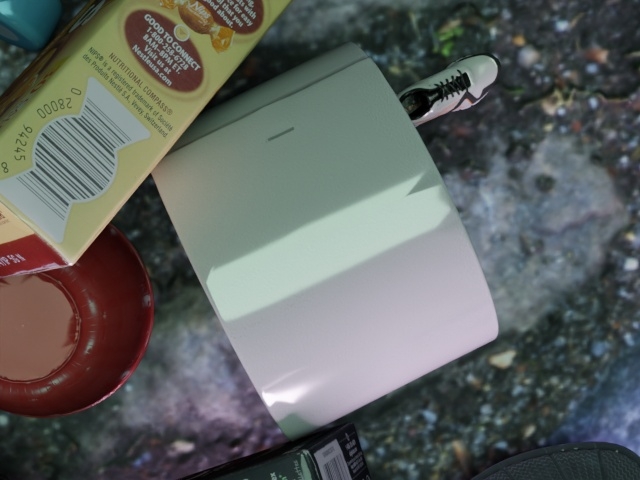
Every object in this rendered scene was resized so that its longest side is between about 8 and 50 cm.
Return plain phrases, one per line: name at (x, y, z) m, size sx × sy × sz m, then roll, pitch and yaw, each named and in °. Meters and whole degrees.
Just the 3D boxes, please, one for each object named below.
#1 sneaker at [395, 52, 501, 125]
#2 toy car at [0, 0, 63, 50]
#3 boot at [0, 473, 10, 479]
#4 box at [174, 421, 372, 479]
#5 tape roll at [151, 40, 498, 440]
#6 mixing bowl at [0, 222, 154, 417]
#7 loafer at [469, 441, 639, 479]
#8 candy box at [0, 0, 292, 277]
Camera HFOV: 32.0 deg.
sneaker at (0.102, -0.120, 0.914) m, size 0.109 × 0.044 × 0.040 m, roll -29°, pitch 93°, yaw -4°
toy car at (-0.278, -0.298, 0.829) m, size 0.238 × 0.210 × 0.219 m, roll 21°, pitch 78°, yaw 23°
boot at (-0.317, 0.351, 0.822) m, size 0.118 × 0.223 × 0.338 m, roll 25°, pitch 92°, yaw -5°
box at (-0.091, 0.249, 0.823) m, size 0.270 × 0.165 × 0.143 m, roll -21°, pitch 83°, yaw 11°
tape roll at (0.000, 0.000, 0.813) m, size 0.169 × 0.246 × 0.246 m, roll -26°, pitch 95°, yaw -3°
mixing bowl at (-0.224, 0.061, 0.874) m, size 0.181 × 0.098 × 0.181 m, roll 0°, pitch 95°, yaw -5°
loafer at (0.135, 0.263, 0.931) m, size 0.302 × 0.095 × 0.109 m, roll -27°, pitch 64°, yaw -6°
candy box at (-0.133, -0.119, 0.764) m, size 0.087 × 0.183 × 0.316 m, roll 46°, pitch 64°, yaw -21°
